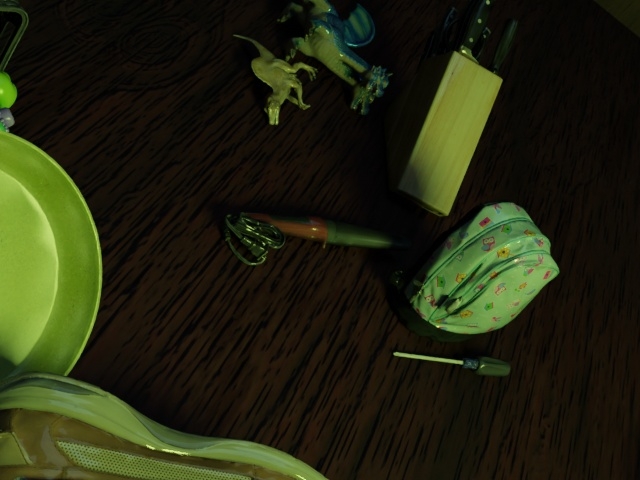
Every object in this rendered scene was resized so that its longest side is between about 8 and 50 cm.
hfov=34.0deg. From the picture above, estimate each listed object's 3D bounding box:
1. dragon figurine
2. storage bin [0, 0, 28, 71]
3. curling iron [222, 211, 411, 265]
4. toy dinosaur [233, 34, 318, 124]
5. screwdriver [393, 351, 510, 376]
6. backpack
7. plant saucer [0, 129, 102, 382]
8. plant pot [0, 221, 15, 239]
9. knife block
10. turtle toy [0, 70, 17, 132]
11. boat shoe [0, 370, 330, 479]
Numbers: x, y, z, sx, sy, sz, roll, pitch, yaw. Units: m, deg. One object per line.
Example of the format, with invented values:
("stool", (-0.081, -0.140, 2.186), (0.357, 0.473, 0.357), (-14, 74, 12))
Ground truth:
("dragon figurine", (0.020, -0.309, 1.549), (0.144, 0.085, 0.289), (19, 43, -32))
("storage bin", (-0.388, -0.207, 0.995), (0.180, 0.122, 0.084), (-11, 58, -50))
("curling iron", (0.000, 0.000, 1.216), (0.274, 0.035, 0.068), (4, 52, -41))
("toy dinosaur", (-0.057, -0.228, 1.411), (0.092, 0.053, 0.183), (12, 42, -33))
("screwdriver", (0.156, 0.142, 1.217), (0.170, 0.024, 0.025), (10, 15, -35))
("backpack", (0.187, 0.038, 1.222), (0.152, 0.182, 0.115), (-2, 52, -47))
("plant saucer", (-0.278, 0.032, 0.790), (0.241, 0.241, 0.037), (1, 6, -44))
("plant pot", (-0.311, -0.007, 0.861), (0.109, 0.096, 0.109), (2, 49, -44))
("knife block", (0.190, -0.203, 1.452), (0.088, 0.242, 0.276), (26, 36, -20))
("turtle toy", (-0.331, -0.116, 0.996), (0.095, 0.066, 0.130), (30, 35, -15))
("boat shoe", (-0.115, 0.212, 0.794), (0.324, 0.123, 0.116), (22, 44, -15))
